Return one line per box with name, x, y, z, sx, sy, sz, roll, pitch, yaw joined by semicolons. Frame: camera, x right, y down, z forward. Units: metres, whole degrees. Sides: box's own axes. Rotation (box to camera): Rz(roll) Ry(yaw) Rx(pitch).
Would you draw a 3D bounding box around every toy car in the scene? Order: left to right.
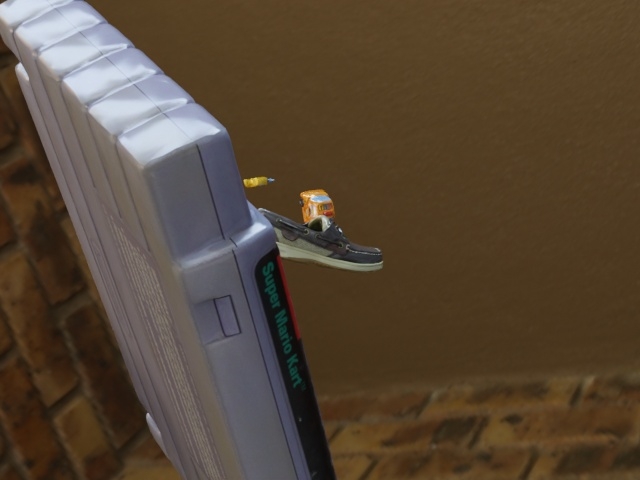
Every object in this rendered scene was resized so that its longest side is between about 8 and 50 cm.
toy car;-0.033;-0.040;1.548;0.040;0.122;0.060;-3;-101;60

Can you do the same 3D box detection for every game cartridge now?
game cartridge;-0.076;0.046;0.752;0.230;0.068;0.355;38;-30;45

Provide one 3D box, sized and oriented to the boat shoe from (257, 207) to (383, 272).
boat shoe;0.000;0.000;1.261;0.056;0.152;0.049;19;-82;56
